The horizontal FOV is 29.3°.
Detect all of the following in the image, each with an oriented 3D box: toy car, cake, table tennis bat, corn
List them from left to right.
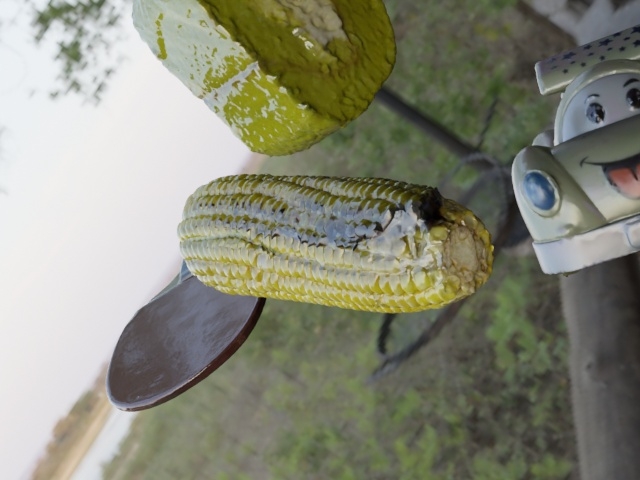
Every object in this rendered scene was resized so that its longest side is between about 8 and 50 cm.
[{"bbox_3d":[-0.104,0.042,0.994,0.154,0.021,0.274,-30,25,16],"label":"table tennis bat"},{"bbox_3d":[-0.056,-0.222,1.253,0.179,0.260,0.156,-51,14,-33],"label":"cake"},{"bbox_3d":[0.000,0.000,0.639,0.203,0.072,0.072,5,55,47],"label":"corn"},{"bbox_3d":[0.336,-0.110,1.336,0.242,0.226,0.336,-18,5,17],"label":"toy car"}]
